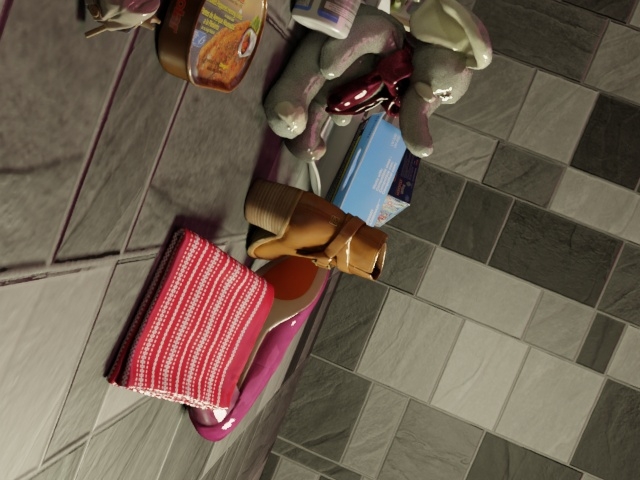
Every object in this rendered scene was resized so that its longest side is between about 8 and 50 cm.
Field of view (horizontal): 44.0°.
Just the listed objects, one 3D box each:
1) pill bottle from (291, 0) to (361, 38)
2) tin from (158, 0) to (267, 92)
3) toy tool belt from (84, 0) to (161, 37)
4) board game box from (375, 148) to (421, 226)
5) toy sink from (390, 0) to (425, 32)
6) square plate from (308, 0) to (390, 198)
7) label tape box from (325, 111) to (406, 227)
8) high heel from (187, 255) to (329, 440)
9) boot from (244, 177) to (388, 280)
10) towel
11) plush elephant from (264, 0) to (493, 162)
[{"bbox_3d":[0.022,-0.332,0.997,0.078,0.078,0.137,-18,131,-81],"label":"pill bottle"},{"bbox_3d":[-0.095,-0.194,0.726,0.106,0.040,0.190,-65,174,10],"label":"tin"},{"bbox_3d":[-0.128,-0.170,0.543,0.051,0.052,0.083,-30,-160,45],"label":"toy tool belt"},{"bbox_3d":[0.158,-0.123,1.815,0.194,0.060,0.194,128,-18,-56],"label":"board game box"},{"bbox_3d":[0.193,-0.459,1.663,0.234,0.131,0.152,101,13,-58],"label":"toy sink"},{"bbox_3d":[0.045,-0.266,1.488,0.344,0.049,0.347,80,33,-78],"label":"square plate"},{"bbox_3d":[0.086,-0.120,1.672,0.348,0.115,0.249,-176,-71,-80],"label":"label tape box"},{"bbox_3d":[-0.104,0.176,1.398,0.377,0.127,0.181,-46,154,-26],"label":"high heel"},{"bbox_3d":[0.000,0.000,1.273,0.283,0.220,0.109,95,19,-68],"label":"boot"},{"bbox_3d":[-0.148,0.112,1.002,0.198,0.031,0.275,-67,156,-9],"label":"towel"},{"bbox_3d":[0.103,-0.238,1.161,0.272,0.255,0.330,71,41,-79],"label":"plush elephant"}]
